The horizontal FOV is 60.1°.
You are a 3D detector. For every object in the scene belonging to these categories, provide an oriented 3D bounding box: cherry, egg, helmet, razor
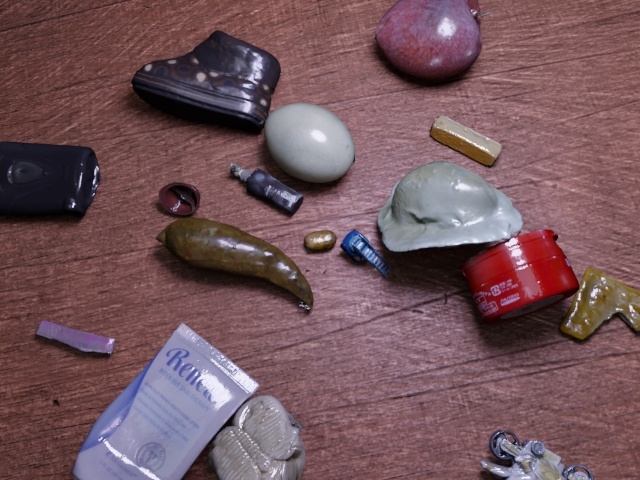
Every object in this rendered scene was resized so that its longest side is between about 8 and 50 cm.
[{"bbox_3d":[0.293,-0.545,1.448,0.307,0.221,0.261,-5,63,17],"label":"cherry"},{"bbox_3d":[-0.029,-0.247,1.393,0.253,0.186,0.187,28,77,11],"label":"egg"},{"bbox_3d":[-0.358,-0.117,1.448,0.111,0.057,0.089,3,115,11],"label":"helmet"},{"bbox_3d":[-0.763,-0.163,1.470,0.348,0.113,0.205,4,74,5],"label":"razor"}]

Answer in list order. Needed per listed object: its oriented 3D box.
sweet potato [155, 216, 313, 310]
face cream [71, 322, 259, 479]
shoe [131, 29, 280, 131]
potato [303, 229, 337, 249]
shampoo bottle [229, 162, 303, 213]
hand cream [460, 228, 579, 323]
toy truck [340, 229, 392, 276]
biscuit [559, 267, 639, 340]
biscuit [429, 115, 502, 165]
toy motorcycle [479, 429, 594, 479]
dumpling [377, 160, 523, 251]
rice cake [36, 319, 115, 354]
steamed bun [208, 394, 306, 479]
[{"bbox_3d":[-0.198,0.042,1.355,0.422,0.130,0.131,21,75,3],"label":"sweet potato"},{"bbox_3d":[-0.351,0.403,1.182,0.234,0.137,0.420,35,62,11],"label":"face cream"},{"bbox_3d":[-0.302,-0.448,1.488,0.383,0.171,0.237,14,81,8],"label":"shoe"},{"bbox_3d":[0.000,0.000,1.388,0.083,0.040,0.051,-7,59,2],"label":"potato"},{"bbox_3d":[-0.145,-0.141,1.434,0.207,0.063,0.057,29,66,14],"label":"shampoo bottle"},{"bbox_3d":[0.440,0.085,1.228,0.230,0.230,0.149,-16,72,0],"label":"hand cream"},{"bbox_3d":[0.113,0.033,1.361,0.136,0.074,0.063,43,80,-26],"label":"toy truck"},{"bbox_3d":[0.668,0.170,1.275,0.183,0.039,0.174,25,75,13],"label":"biscuit"},{"bbox_3d":[0.376,-0.262,1.434,0.188,0.052,0.056,32,61,13],"label":"biscuit"},{"bbox_3d":[0.453,0.504,1.171,0.228,0.074,0.151,23,79,9],"label":"toy motorcycle"},{"bbox_3d":[0.272,-0.083,1.280,0.269,0.320,0.212,-4,85,-14],"label":"dumpling"},{"bbox_3d":[-0.601,0.240,1.367,0.206,0.036,0.047,14,84,9],"label":"rice cake"},{"bbox_3d":[-0.121,0.470,1.199,0.211,0.144,0.218,-40,42,-15],"label":"steamed bun"}]
